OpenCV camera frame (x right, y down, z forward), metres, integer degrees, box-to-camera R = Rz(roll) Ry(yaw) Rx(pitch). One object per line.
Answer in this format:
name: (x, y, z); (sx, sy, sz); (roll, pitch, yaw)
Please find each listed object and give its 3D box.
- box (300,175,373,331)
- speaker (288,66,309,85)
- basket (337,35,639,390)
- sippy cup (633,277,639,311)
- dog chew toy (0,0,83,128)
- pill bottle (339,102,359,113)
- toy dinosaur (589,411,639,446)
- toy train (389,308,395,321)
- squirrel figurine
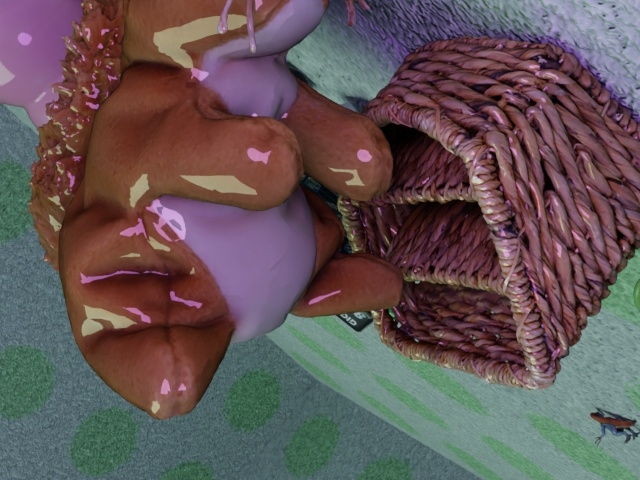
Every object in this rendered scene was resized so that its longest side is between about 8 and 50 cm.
box: (0.014, -0.007, 1.330); (0.220, 0.175, 0.051); (38, 139, -6)
speaker: (-0.055, -0.171, 1.195); (0.055, 0.055, 0.136); (39, 168, -10)
basket: (0.111, -0.030, 0.851); (0.213, 0.223, 0.299); (41, 169, -18)
sippy cup: (0.360, 0.103, 0.692); (0.305, 0.240, 0.224); (-3, 134, 37)
dog chew toy: (-0.372, -0.240, 1.454); (0.332, 0.206, 0.206); (45, 166, -21)
pill bottle: (0.055, -0.085, 1.130); (0.152, 0.086, 0.086); (46, 165, -34)
toy dinosaur: (0.462, 0.285, 1.540); (0.082, 0.047, 0.090); (39, 139, 38)
toy train: (0.124, 0.133, 1.937); (0.083, 0.017, 0.024); (35, 158, 9)
squirrel figurine: (-0.127, -0.118, 0.823); (0.397, 0.281, 0.370); (22, 121, 46)
